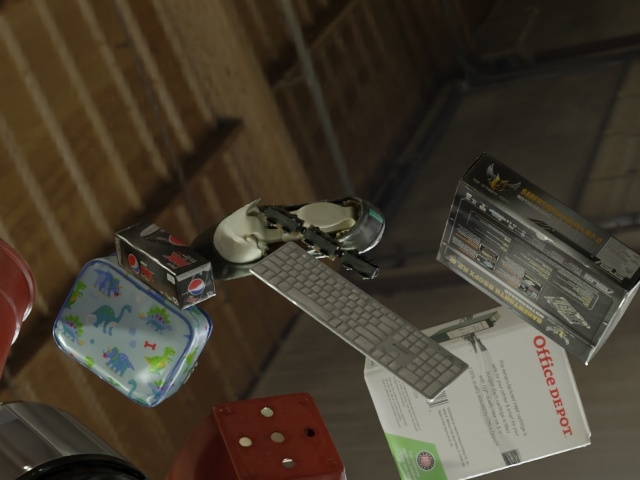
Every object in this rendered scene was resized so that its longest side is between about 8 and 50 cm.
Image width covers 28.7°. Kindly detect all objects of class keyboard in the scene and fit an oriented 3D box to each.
[{"bbox_3d":[0.039,0.083,1.348,0.072,0.256,0.014,-30,-35,-44],"label":"keyboard"}]

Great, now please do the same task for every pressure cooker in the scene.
[{"bbox_3d":[-0.433,0.478,1.966,0.375,0.420,0.370,35,-99,-38],"label":"pressure cooker"}]

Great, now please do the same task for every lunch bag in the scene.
[{"bbox_3d":[-0.283,0.132,1.908,0.176,0.219,0.090,-61,-14,16],"label":"lunch bag"}]

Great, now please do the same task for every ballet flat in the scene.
[{"bbox_3d":[-0.056,-0.017,1.674,0.096,0.280,0.095,59,-160,-66],"label":"ballet flat"}]

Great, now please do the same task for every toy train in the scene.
[{"bbox_3d":[0.000,0.000,1.459,0.027,0.158,0.036,-61,-15,5],"label":"toy train"}]

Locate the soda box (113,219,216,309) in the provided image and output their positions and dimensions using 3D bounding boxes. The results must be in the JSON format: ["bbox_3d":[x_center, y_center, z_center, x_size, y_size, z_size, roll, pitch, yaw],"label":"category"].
[{"bbox_3d":[-0.210,0.031,1.679,0.060,0.169,0.053,-24,-56,-30],"label":"soda box"}]

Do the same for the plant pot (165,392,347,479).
[{"bbox_3d":[-0.092,0.407,2.104,0.267,0.267,0.236,-118,31,-44],"label":"plant pot"}]

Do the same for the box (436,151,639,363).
[{"bbox_3d":[0.255,0.024,1.475,0.056,0.231,0.183,-46,-19,-26],"label":"box"}]

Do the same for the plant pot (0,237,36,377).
[{"bbox_3d":[-0.547,0.153,1.721,0.265,0.272,0.272,-91,-23,-44],"label":"plant pot"}]

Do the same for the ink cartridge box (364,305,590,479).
[{"bbox_3d":[0.221,0.217,1.773,0.115,0.272,0.198,-75,-34,-74],"label":"ink cartridge box"}]
